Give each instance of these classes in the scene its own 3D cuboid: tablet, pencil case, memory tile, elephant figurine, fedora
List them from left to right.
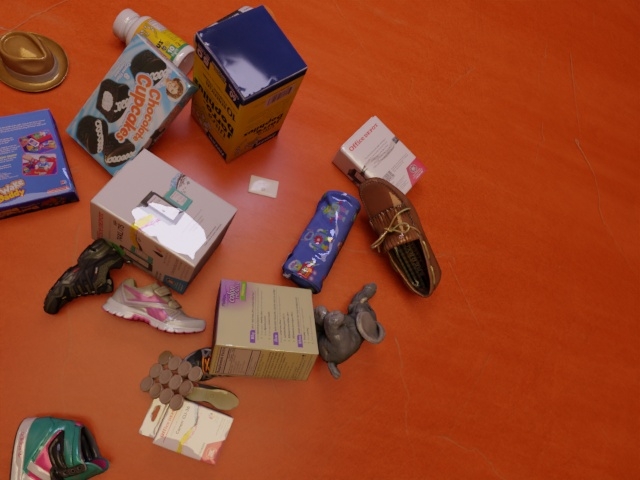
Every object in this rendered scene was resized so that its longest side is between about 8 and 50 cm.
[{"bbox_3d":[-0.778,-0.491,1.231,0.194,0.079,0.194,4,76,-16],"label":"fedora"},{"bbox_3d":[-0.364,0.339,1.131,0.148,0.012,0.113,16,62,31],"label":"memory tile"},{"bbox_3d":[-0.167,-0.158,1.366,0.083,0.006,0.054,12,74,-13],"label":"tablet"},{"bbox_3d":[0.000,0.000,1.316,0.133,0.119,0.306,22,70,16],"label":"pencil case"},{"bbox_3d":[0.096,0.235,1.276,0.239,0.169,0.186,-4,106,-33],"label":"elephant figurine"}]

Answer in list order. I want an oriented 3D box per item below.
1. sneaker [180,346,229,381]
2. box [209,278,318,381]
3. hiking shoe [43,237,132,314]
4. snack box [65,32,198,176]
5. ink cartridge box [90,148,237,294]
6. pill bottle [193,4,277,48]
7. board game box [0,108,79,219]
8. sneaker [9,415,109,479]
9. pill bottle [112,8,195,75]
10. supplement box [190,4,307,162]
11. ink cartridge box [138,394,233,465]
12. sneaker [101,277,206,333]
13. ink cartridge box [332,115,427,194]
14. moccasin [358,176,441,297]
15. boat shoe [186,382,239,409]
[{"bbox_3d":[-0.250,0.310,1.183,0.215,0.083,0.084,-5,80,-16],"label":"sneaker"},{"bbox_3d":[-0.143,0.223,1.165,0.243,0.117,0.213,9,38,-15],"label":"box"},{"bbox_3d":[-0.563,0.108,1.119,0.114,0.086,0.227,42,96,-21],"label":"hiking shoe"},{"bbox_3d":[-0.487,-0.337,1.198,0.187,0.060,0.322,44,104,-2],"label":"snack box"},{"bbox_3d":[-0.388,-0.042,1.149,0.270,0.198,0.197,33,55,-6],"label":"ink cartridge box"},{"bbox_3d":[-0.246,-0.611,1.391,0.246,0.130,0.130,-42,90,-21],"label":"pill bottle"},{"bbox_3d":[-0.813,-0.171,1.140,0.347,0.078,0.233,-17,82,-20],"label":"board game box"},{"bbox_3d":[-0.563,0.535,1.018,0.178,0.124,0.295,-3,76,-7],"label":"sneaker"},{"bbox_3d":[-0.471,-0.554,1.317,0.208,0.117,0.117,35,69,-6],"label":"pill bottle"},{"bbox_3d":[-0.204,-0.391,1.225,0.195,0.356,0.194,-35,88,-22],"label":"supplement box"},{"bbox_3d":[-0.327,0.452,1.131,0.198,0.067,0.115,24,71,-9],"label":"ink cartridge box"},{"bbox_3d":[-0.403,0.164,1.163,0.252,0.103,0.111,21,73,-11],"label":"sneaker"},{"bbox_3d":[0.181,-0.235,1.437,0.237,0.100,0.172,45,69,-3],"label":"ink cartridge box"},{"bbox_3d":[0.222,-0.006,1.332,0.380,0.139,0.147,65,24,-13],"label":"moccasin"},{"bbox_3d":[-0.273,0.391,1.175,0.137,0.043,0.049,16,86,-12],"label":"boat shoe"}]
